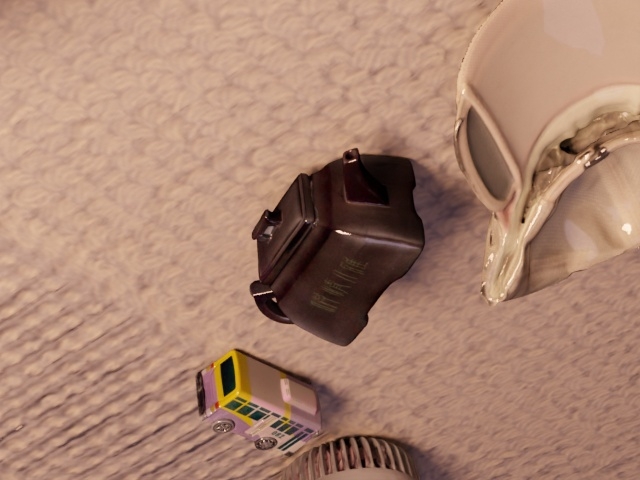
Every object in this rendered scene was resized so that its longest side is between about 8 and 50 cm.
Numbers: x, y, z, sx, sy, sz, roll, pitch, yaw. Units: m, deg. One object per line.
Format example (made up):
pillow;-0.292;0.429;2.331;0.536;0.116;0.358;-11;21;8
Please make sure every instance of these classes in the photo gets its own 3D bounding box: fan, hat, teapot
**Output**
fan;0.000;0.264;1.483;0.130;0.074;0.244;13;136;-28
hat;0.185;-0.079;1.110;0.219;0.164;0.226;-19;102;10
teapot;0.000;0.000;1.152;0.096;0.087;0.177;15;135;-22

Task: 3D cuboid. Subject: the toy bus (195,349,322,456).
toy bus;-0.047;0.132;1.328;0.102;0.052;0.058;28;128;-36
